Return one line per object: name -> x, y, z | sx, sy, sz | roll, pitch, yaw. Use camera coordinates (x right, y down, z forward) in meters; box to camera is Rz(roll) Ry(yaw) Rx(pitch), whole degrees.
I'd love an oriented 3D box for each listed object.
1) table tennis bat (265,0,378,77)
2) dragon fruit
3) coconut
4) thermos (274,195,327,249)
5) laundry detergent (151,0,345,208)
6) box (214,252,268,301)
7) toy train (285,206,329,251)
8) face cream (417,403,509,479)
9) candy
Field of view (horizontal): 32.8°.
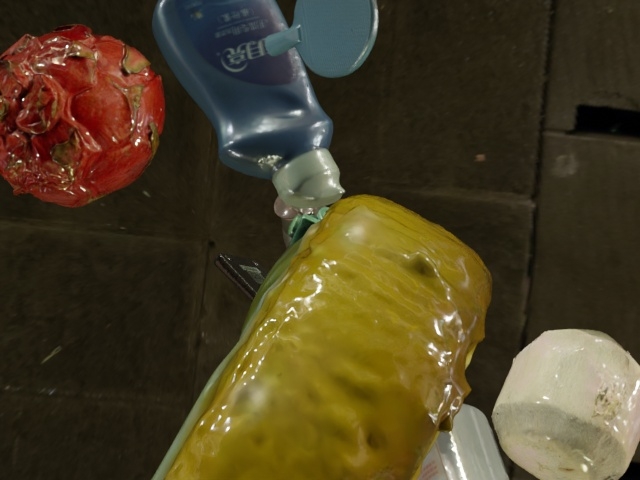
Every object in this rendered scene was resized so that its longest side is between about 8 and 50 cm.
table tennis bat -> 0.000, -0.195, 0.998 | 0.019, 0.155, 0.100 | -9, 90, -39
dragon fruit -> -0.385, -0.194, 1.697 | 0.342, 0.277, 0.277 | -21, 93, -44
coconut -> 0.363, 0.226, 1.554 | 0.224, 0.224, 0.234 | 34, 69, -5
thermos -> 0.000, 0.000, 1.709 | 0.105, 0.137, 0.193 | -38, 137, -9
laundry detergent -> -0.070, -0.162, 1.220 | 0.143, 0.094, 0.290 | -23, 75, -26
box -> -0.104, 0.070, 1.781 | 0.125, 0.126, 0.027 | 43, 102, 24
toy train -> 0.044, 0.027, 1.117 | 0.170, 0.111, 0.071 | 24, 113, -5
face cream -> 0.156, 0.291, 1.109 | 0.101, 0.252, 0.101 | -7, 133, -7
candy -> -0.008, 0.100, 0.557 | 0.118, 0.260, 0.260 | 29, 87, 3
